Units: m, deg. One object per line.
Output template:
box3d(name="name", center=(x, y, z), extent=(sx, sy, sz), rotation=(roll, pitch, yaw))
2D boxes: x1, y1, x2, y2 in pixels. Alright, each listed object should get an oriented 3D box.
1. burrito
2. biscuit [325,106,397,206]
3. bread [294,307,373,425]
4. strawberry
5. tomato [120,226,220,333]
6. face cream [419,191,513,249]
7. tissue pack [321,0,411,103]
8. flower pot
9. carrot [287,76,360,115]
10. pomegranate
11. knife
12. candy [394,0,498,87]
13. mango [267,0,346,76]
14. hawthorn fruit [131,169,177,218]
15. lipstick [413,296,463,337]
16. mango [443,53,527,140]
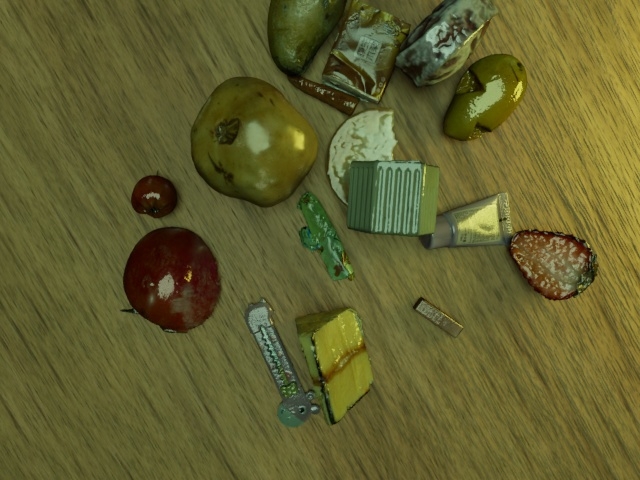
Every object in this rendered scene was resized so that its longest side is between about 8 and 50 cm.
box3d(name="burrito", center=(0.000, 0.000, 1.413), extent=(0.104, 0.054, 0.288), rotation=(-25, 95, 5))
box3d(name="biscuit", center=(0.116, -0.221, 1.398), extent=(0.205, 0.040, 0.309), rotation=(0, 96, 0))
box3d(name="bread", center=(0.046, 0.336, 1.343), extent=(0.198, 0.236, 0.263), rotation=(-16, 94, 2))
box3d(name="strawberry", center=(0.653, 0.055, 1.389), extent=(0.236, 0.111, 0.190), rotation=(37, 105, 21))
box3d(name="tomato", center=(-0.427, 0.114, 1.367), extent=(0.309, 0.170, 0.309), rotation=(0, 96, 0))
box3d(name="face cream", center=(0.421, -0.043, 1.392), extent=(0.274, 0.096, 0.154), rotation=(-10, 91, -11))
box3d(name="tissue pack", center=(0.124, -0.515, 1.353), extent=(0.183, 0.092, 0.226), rotation=(23, 93, 0))
box3d(name="flower pot", center=(0.189, -0.112, 1.284), extent=(0.209, 0.239, 0.189), rotation=(6, 98, 29))
box3d(name="carrot", center=(-0.001, -0.419, 1.382), extent=(0.224, 0.057, 0.057), rotation=(25, 94, 4))
box3d(name="pomegranate", center=(-0.166, -0.250, 1.272), extent=(0.333, 0.332, 0.332), rotation=(0, 94, 1))
box3d(name="knife", center=(-0.126, 0.366, 1.448), extent=(0.132, 0.038, 0.398), rotation=(-23, 93, 0))
box3d(name="candy", center=(0.332, -0.529, 1.285), extent=(0.289, 0.214, 0.157), rotation=(-44, 97, -5))
box3d(name="mango", center=(-0.044, -0.618, 1.321), extent=(0.176, 0.176, 0.329), rotation=(45, 117, 28))
box3d(name="hawthorn fruit", center=(-0.468, -0.131, 1.375), extent=(0.125, 0.125, 0.140), rotation=(2, 96, 1))
box3d(name="lipstick", center=(0.342, 0.224, 1.426), extent=(0.145, 0.045, 0.045), rotation=(34, 93, -2))
box3d(name="mango", center=(0.446, -0.386, 1.340), extent=(0.167, 0.130, 0.262), rotation=(33, 99, 1))
